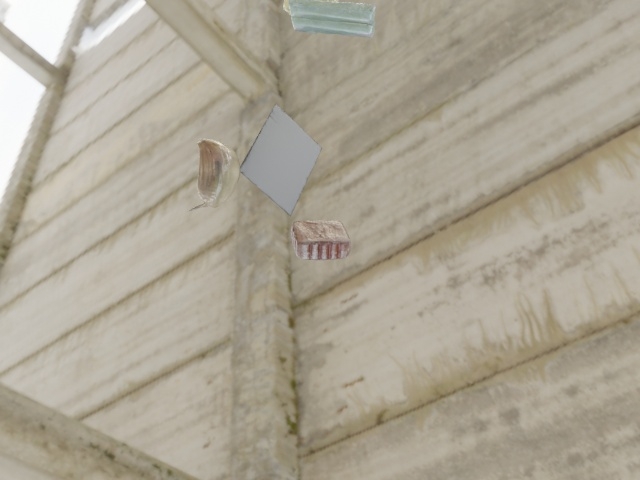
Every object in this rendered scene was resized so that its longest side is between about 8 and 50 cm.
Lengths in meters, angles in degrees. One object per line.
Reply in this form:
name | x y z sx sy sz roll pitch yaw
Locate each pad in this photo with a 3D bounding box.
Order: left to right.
pad | -0.108 -0.233 2.041 0.005 0.202 0.299 -26 -148 43

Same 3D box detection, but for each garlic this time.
garlic | -0.275 -0.157 1.844 0.129 0.090 0.198 15 -74 24

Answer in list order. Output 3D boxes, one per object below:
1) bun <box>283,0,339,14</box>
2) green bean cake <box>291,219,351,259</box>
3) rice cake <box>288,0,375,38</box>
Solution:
bun | -0.014 -0.821 2.505 0.134 0.221 0.220 -68 -150 22
green bean cake | 0.000 0.000 1.749 0.136 0.056 0.135 -1 -156 -10
rice cake | 0.028 -0.529 1.706 0.226 0.085 0.040 12 -124 22
